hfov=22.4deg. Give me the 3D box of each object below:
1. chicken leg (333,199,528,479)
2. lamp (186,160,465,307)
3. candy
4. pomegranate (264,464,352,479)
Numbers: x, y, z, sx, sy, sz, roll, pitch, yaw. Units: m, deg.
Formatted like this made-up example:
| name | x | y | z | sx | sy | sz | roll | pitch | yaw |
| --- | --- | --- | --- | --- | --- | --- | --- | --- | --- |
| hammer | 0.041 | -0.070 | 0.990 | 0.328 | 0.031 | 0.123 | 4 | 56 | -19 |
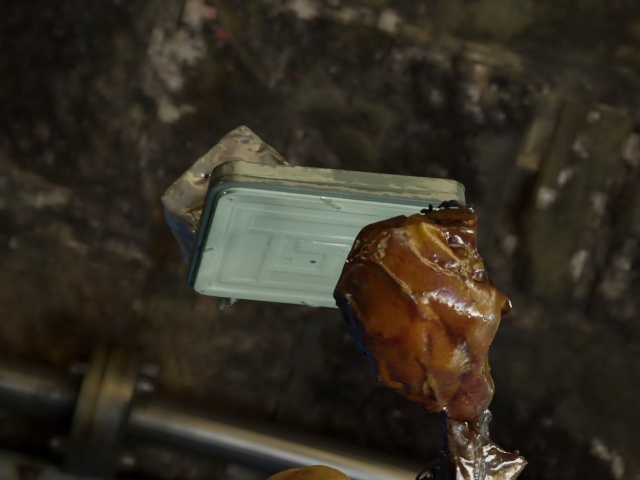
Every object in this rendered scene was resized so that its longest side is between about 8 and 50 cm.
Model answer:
| name | x | y | z | sx | sy | sz | roll | pitch | yaw |
| --- | --- | --- | --- | --- | --- | --- | --- | --- | --- |
| chicken leg | 0.092 | 0.102 | 1.140 | 0.113 | 0.304 | 0.093 | -15 | -139 | 6 |
| lamp | 0.000 | 0.000 | 1.739 | 0.266 | 0.047 | 0.269 | 6 | 153 | -8 |
| candy | -0.115 | -0.032 | 2.186 | 0.137 | 0.185 | 0.195 | 38 | 164 | 22 |
| pomegranate | -0.020 | 0.414 | 2.139 | 0.248 | 0.248 | 0.248 | 15 | -174 | -2 |
